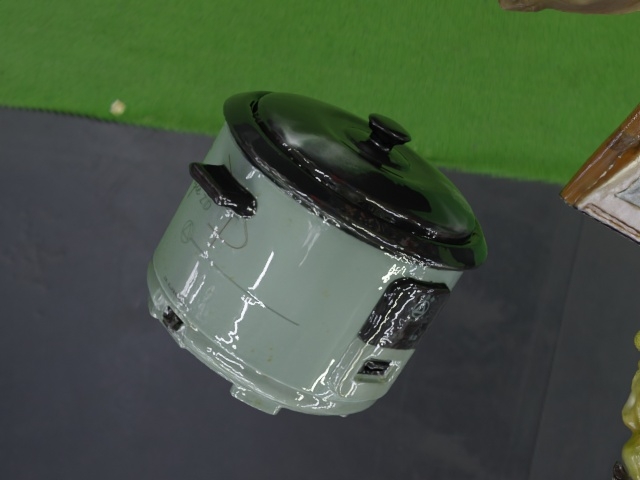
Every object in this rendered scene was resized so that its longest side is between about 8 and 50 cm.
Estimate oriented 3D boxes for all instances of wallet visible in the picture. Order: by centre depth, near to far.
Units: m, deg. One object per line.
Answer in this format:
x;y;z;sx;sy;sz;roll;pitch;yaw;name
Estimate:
0.317;-0.055;1.097;0.196;0.042;0.161;24;116;-32;wallet

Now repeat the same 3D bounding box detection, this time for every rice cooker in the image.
0.000;0.000;1.069;0.281;0.241;0.227;13;116;-43;rice cooker

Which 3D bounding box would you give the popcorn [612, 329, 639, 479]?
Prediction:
0.289;0.125;0.834;0.169;0.189;0.218;-38;83;22;popcorn

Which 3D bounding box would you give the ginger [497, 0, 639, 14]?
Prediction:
0.222;-0.266;1.053;0.190;0.354;0.126;-24;72;3;ginger
